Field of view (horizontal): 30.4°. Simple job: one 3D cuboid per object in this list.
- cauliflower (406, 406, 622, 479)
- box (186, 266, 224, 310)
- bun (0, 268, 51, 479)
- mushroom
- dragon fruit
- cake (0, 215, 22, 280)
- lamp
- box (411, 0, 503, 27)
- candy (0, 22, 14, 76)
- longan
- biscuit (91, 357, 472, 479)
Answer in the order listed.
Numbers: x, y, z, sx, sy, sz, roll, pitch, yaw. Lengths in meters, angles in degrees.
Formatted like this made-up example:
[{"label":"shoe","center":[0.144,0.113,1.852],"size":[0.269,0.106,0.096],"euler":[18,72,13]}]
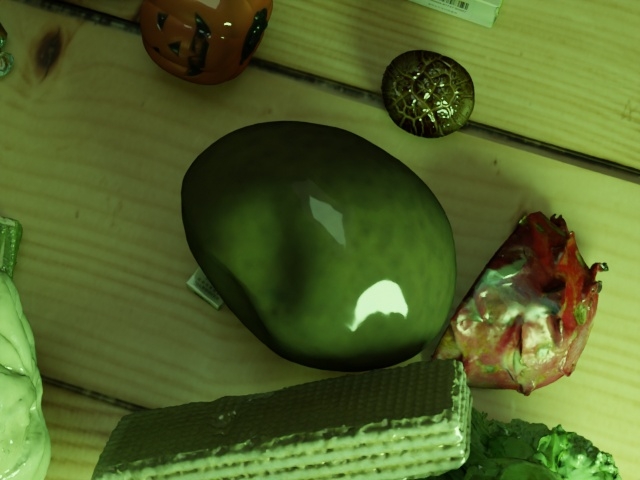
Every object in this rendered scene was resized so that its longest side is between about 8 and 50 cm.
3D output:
[{"label":"cauliflower","center":[0.183,0.295,1.295],"size":[0.272,0.250,0.275],"euler":[32,68,7]},{"label":"box","center":[-0.124,0.041,1.491],"size":[0.054,0.024,0.083],"euler":[35,73,11]},{"label":"bun","center":[-0.413,0.137,1.288],"size":[0.211,0.359,0.359],"euler":[-20,72,-21]},{"label":"mushroom","center":[0.142,-0.195,1.553],"size":[0.126,0.085,0.109],"euler":[9,71,6]},{"label":"dragon fruit","center":[0.269,0.079,1.439],"size":[0.161,0.126,0.274],"euler":[36,74,10]},{"label":"cake","center":[-0.408,0.039,1.481],"size":[0.051,0.055,0.140],"euler":[6,88,-2]},{"label":"lamp","center":[-0.154,-0.299,1.527],"size":[0.164,0.187,0.187],"euler":[26,72,9]},{"label":"box","center":[0.149,-0.422,1.646],"size":[0.261,0.062,0.175],"euler":[20,71,4]},{"label":"candy","center":[-0.465,-0.301,1.587],"size":[0.053,0.046,0.182],"euler":[-29,76,-10]},{"label":"longan","center":[0.000,0.000,1.378],"size":[0.350,0.288,0.288],"euler":[37,73,5]},{"label":"biscuit","center":[-0.045,0.220,1.314],"size":[0.426,0.144,0.078],"euler":[-11,112,13]}]
